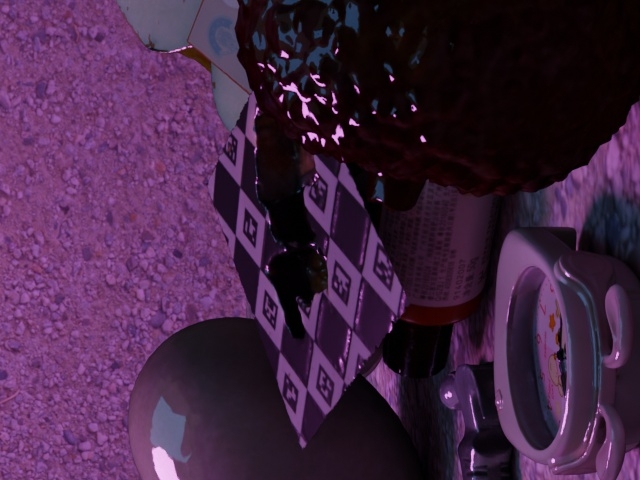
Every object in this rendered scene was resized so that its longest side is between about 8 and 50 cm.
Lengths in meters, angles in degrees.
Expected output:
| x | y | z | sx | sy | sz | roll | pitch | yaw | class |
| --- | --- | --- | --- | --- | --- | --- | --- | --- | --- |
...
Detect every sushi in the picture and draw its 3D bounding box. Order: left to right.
| x | y | z | sx | sy | sz | roll | pitch | yaw | class |
| --- | --- | --- | --- | --- | --- | --- | --- | --- | --- |
| 0.000 | 0.000 | 1.174 | 0.292 | 0.059 | 0.294 | 68 | 152 | 21 | sushi |

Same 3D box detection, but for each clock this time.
| x | y | z | sx | sy | sz | roll | pitch | yaw | class |
| --- | --- | --- | --- | --- | --- | --- | --- | --- | --- |
| 0.165 | 0.075 | 0.840 | 0.191 | 0.062 | 0.151 | -137 | 47 | -76 | clock |

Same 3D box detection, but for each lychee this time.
| x | y | z | sx | sy | sz | roll | pitch | yaw | class |
| --- | --- | --- | --- | --- | --- | --- | --- | --- | --- |
| 0.078 | -0.144 | 0.788 | 0.260 | 0.260 | 0.260 | 179 | 90 | -81 | lychee |

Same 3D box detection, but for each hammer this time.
| x | y | z | sx | sy | sz | roll | pitch | yaw | class |
| --- | --- | --- | --- | --- | --- | --- | --- | --- | --- |
| 0.139 | 0.215 | 1.088 | 0.159 | 0.041 | 0.226 | 136 | 133 | -80 | hammer |

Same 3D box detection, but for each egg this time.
| x | y | z | sx | sy | sz | roll | pitch | yaw | class |
| --- | --- | --- | --- | --- | --- | --- | --- | --- | --- |
| -0.045 | 0.235 | 1.378 | 0.352 | 0.258 | 0.258 | 45 | 170 | -2 | egg |

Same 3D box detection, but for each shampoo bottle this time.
| x | y | z | sx | sy | sz | roll | pitch | yaw | class |
| --- | --- | --- | --- | --- | --- | --- | --- | --- | --- |
| 0.096 | -0.002 | 1.120 | 0.104 | 0.104 | 0.278 | -104 | 16 | -54 | shampoo bottle |

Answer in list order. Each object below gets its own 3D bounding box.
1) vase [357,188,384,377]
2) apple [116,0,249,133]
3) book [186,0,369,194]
| x | y | z | sx | sy | sz | roll | pitch | yaw | class |
| --- | --- | --- | --- | --- | --- | --- | --- | --- | --- |
| 0.027 | 0.043 | 1.432 | 0.321 | 0.173 | 0.173 | 93 | 172 | -62 | vase |
| -0.040 | -0.291 | 1.292 | 0.360 | 0.320 | 0.312 | -58 | 19 | 33 | apple |
| 0.007 | -0.192 | 1.211 | 0.295 | 0.020 | 0.208 | 41 | 125 | 24 | book |
